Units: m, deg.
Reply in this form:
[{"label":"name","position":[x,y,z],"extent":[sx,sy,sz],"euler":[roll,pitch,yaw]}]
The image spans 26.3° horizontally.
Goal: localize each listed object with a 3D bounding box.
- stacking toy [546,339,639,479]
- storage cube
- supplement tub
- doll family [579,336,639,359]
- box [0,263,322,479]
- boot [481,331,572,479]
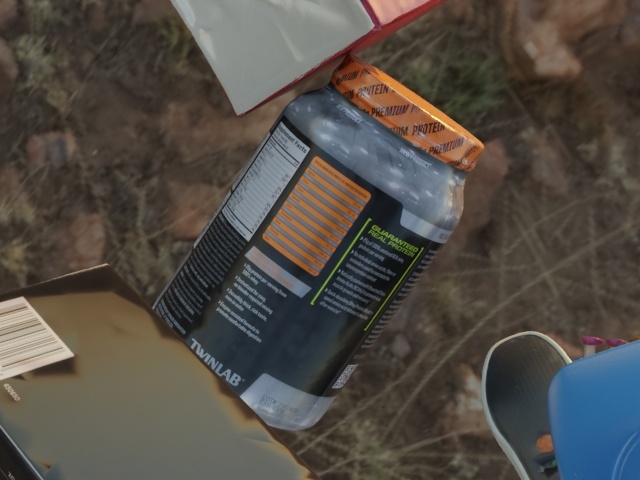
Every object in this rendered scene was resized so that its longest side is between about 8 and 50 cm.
[{"label":"stacking toy","position":[0.283,0.129,0.808],"extent":[0.302,0.166,0.175],"euler":[-2,76,-51]},{"label":"storage cube","position":[-0.010,-0.256,1.272],"extent":[0.193,0.215,0.183],"euler":[-36,97,-51]},{"label":"supplement tub","position":[0.000,0.000,1.261],"extent":[0.194,0.193,0.316],"euler":[33,100,-15]},{"label":"doll family","position":[0.393,0.194,1.521],"extent":[0.263,0.118,0.163],"euler":[5,80,6]},{"label":"box","position":[-0.066,0.159,0.563],"extent":[0.103,0.184,0.261],"euler":[-16,41,-36]},{"label":"boot","position":[0.214,0.211,1.200],"extent":[0.244,0.088,0.176],"euler":[-104,171,-47]}]
